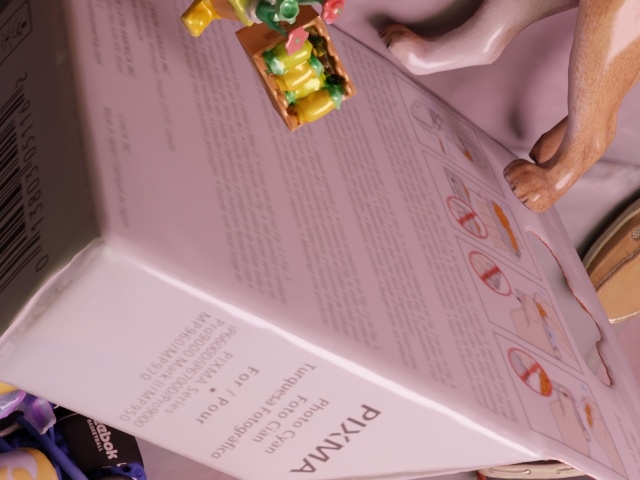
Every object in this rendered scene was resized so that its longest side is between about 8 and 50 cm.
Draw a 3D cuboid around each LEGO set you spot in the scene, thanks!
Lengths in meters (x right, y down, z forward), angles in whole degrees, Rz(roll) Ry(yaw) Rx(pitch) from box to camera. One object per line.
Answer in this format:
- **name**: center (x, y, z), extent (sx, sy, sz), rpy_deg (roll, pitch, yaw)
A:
- **LEGO set**: center (-0.012, -0.168, 0.692), extent (0.132, 0.107, 0.287), rpy_deg (-19, 117, -43)

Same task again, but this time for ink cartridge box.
- **ink cartridge box**: center (0.000, 0.000, 0.878), extent (0.385, 0.308, 0.091), rpy_deg (30, 118, -34)

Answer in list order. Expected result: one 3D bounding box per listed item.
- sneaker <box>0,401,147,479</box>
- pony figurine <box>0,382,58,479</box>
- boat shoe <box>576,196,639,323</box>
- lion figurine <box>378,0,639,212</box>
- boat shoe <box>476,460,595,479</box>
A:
- **sneaker**: center (-0.212, 0.161, 1.086), extent (0.315, 0.127, 0.182), rpy_deg (20, 117, -47)
- **pony figurine**: center (-0.236, 0.147, 0.841), extent (0.303, 0.351, 0.363), rpy_deg (-29, 175, 36)
- **boat shoe**: center (0.239, -0.003, 1.089), extent (0.068, 0.072, 0.190), rpy_deg (31, 118, -33)
- **lion figurine**: center (0.102, -0.183, 0.881), extent (0.240, 0.142, 0.392), rpy_deg (-42, 141, 12)
- **boat shoe**: center (0.173, 0.145, 1.221), extent (0.137, 0.049, 0.043), rpy_deg (-17, 130, 8)
